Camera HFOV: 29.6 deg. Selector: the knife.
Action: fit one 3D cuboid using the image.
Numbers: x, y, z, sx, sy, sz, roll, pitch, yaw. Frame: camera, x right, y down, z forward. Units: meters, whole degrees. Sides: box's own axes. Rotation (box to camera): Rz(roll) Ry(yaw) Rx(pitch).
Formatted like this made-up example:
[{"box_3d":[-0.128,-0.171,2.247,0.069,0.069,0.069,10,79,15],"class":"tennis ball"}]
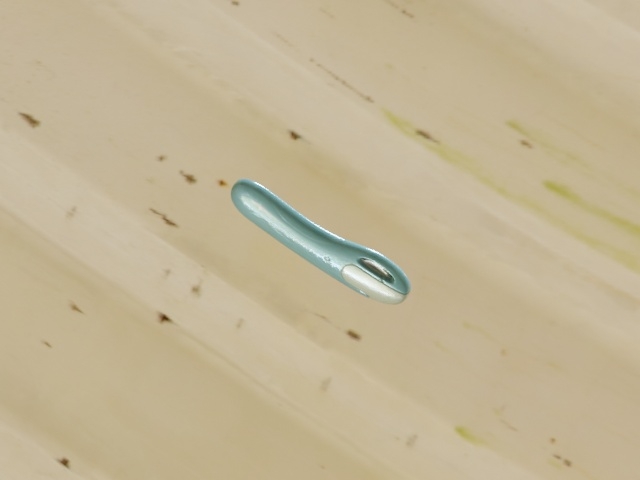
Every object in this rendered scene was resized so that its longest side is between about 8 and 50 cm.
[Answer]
[{"box_3d":[0.000,0.000,1.293,0.222,0.064,0.031,32,-133,6],"class":"knife"}]
